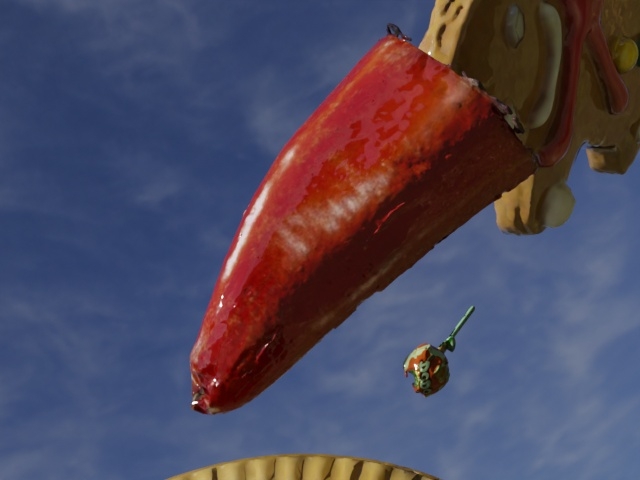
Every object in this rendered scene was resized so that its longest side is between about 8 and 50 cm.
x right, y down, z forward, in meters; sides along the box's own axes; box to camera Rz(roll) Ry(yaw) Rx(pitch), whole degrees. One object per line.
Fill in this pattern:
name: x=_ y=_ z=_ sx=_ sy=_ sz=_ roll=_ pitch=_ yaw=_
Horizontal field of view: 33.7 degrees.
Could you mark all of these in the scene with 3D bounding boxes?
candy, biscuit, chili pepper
candy: x=0.143 y=0.114 z=1.181 sx=0.185 sy=0.049 sz=0.055 roll=-39 pitch=-50 yaw=-55
biscuit: x=0.155 y=-0.106 z=0.635 sx=0.340 sy=0.047 sz=0.216 roll=-14 pitch=-67 yaw=-56
chili pepper: x=0.003 y=0.003 z=0.428 sx=0.169 sy=0.088 sz=0.065 roll=-50 pitch=-26 yaw=-8

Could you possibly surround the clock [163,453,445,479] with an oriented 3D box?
clock: x=-0.042 y=0.211 z=0.303 sx=0.317 sy=0.244 sz=0.200 roll=-31 pitch=-35 yaw=-13
